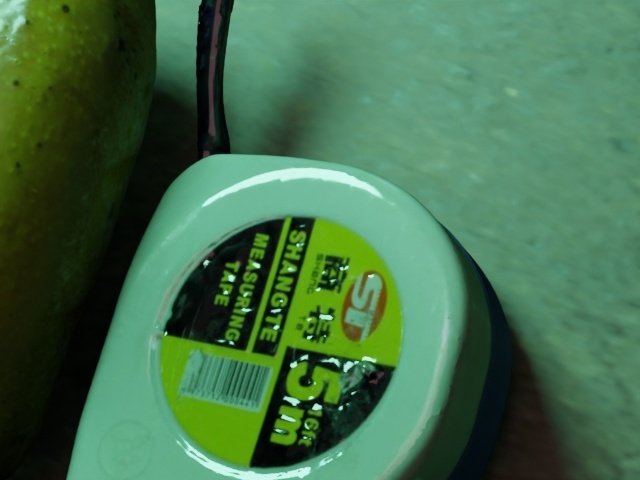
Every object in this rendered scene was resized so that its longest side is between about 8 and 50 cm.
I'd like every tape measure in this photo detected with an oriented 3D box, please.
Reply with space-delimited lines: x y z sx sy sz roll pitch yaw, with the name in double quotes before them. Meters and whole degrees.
"tape measure" 0.000 0.000 0.985 0.215 0.098 0.351 8 75 25

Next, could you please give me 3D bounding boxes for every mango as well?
"mango" -0.182 -0.034 1.020 0.175 0.176 0.330 3 68 27
